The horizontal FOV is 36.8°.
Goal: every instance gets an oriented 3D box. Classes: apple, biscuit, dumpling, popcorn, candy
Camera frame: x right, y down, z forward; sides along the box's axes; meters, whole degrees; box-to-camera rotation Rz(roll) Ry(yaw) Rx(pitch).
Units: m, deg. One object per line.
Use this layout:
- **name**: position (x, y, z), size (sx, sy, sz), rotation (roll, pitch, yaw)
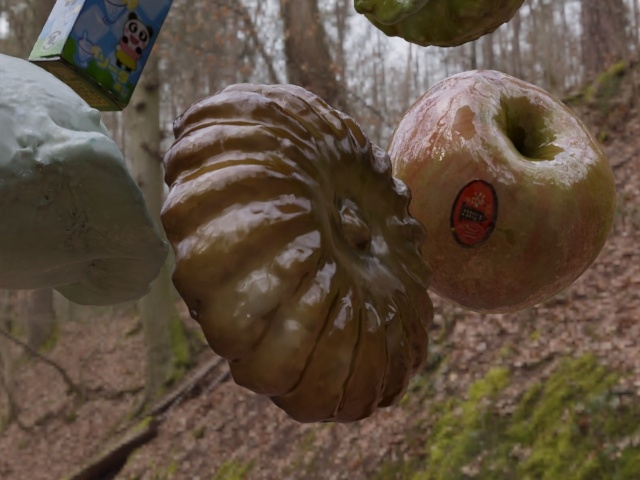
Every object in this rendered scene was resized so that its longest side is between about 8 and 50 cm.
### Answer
- **apple**: position (0.281, -0.068, 1.579), size (0.391, 0.391, 0.346), rotation (1, -36, -22)
- **biscuit**: position (0.000, 0.000, 0.852), size (0.107, 0.326, 0.325), rotation (-27, -21, 33)
- **dumpling**: position (-0.178, -0.019, 0.496), size (0.219, 0.153, 0.108), rotation (15, 29, 29)
- **popcorn**: position (0.117, -0.291, 0.890), size (0.204, 0.221, 0.183), rotation (11, 18, 25)
- **candy**: position (-0.219, -0.242, 1.013), size (0.062, 0.194, 0.097), rotation (2, -25, 41)
